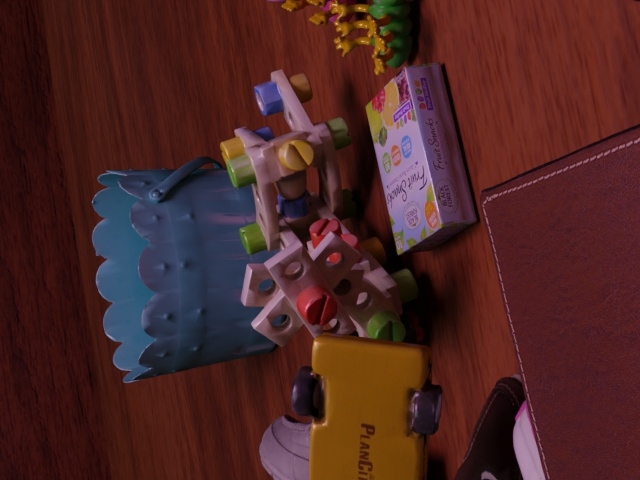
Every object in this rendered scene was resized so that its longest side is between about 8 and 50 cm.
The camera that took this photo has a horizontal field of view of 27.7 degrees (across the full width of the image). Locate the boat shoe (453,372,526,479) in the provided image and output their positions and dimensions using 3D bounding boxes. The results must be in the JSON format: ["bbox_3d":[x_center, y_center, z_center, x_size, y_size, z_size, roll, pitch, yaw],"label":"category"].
[{"bbox_3d":[0.127,0.223,1.006,0.095,0.095,0.257,-133,41,-58],"label":"boat shoe"}]

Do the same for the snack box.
[{"bbox_3d":[0.084,-0.068,1.109,0.100,0.037,0.141,140,120,-68],"label":"snack box"}]

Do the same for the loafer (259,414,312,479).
[{"bbox_3d":[0.024,0.221,1.298,0.111,0.112,0.319,-60,21,-4],"label":"loafer"}]

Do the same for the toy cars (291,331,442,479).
[{"bbox_3d":[0.103,0.226,0.937,0.176,0.087,0.393,-35,96,25],"label":"toy cars"}]

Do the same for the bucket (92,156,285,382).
[{"bbox_3d":[-0.166,0.033,1.606,0.281,0.183,0.281,174,90,-69],"label":"bucket"}]

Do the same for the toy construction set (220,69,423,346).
[{"bbox_3d":[0.000,0.000,1.179,0.327,0.151,0.215,-104,2,-58],"label":"toy construction set"}]

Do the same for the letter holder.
[{"bbox_3d":[0.227,0.041,0.608,0.302,0.152,0.214,154,106,-69],"label":"letter holder"}]

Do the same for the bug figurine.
[{"bbox_3d":[0.030,-0.271,1.141,0.279,0.072,0.216,44,143,53],"label":"bug figurine"}]

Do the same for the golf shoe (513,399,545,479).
[{"bbox_3d":[0.184,0.227,0.789,0.140,0.115,0.306,-61,35,27],"label":"golf shoe"}]

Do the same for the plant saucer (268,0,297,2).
[{"bbox_3d":[-0.071,-0.414,1.348,0.332,0.084,0.332,173,90,-69],"label":"plant saucer"}]
